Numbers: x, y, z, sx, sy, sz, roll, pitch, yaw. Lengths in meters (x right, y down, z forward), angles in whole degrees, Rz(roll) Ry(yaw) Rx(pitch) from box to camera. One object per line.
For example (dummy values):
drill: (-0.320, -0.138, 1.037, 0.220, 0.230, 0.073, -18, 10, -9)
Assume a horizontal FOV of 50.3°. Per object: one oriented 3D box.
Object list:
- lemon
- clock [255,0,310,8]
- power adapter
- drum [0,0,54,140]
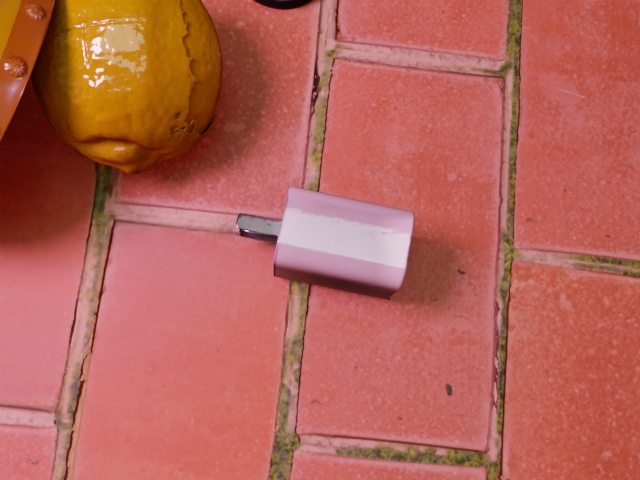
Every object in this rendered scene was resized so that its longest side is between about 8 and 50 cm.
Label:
lemon: (-0.282, -0.257, 1.019, 0.297, 0.297, 0.297, 1, 79, -4)
clock: (-0.068, -0.495, 1.200, 0.185, 0.040, 0.184, 1, 79, -3)
power adapter: (0.000, 0.000, 1.033, 0.255, 0.187, 0.124, 12, 78, -1)
drum: (-0.552, -0.236, 0.915, 0.214, 0.431, 0.431, 26, 76, -36)
